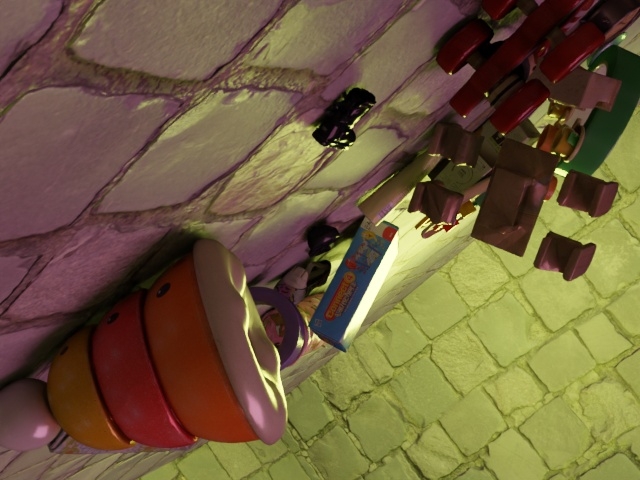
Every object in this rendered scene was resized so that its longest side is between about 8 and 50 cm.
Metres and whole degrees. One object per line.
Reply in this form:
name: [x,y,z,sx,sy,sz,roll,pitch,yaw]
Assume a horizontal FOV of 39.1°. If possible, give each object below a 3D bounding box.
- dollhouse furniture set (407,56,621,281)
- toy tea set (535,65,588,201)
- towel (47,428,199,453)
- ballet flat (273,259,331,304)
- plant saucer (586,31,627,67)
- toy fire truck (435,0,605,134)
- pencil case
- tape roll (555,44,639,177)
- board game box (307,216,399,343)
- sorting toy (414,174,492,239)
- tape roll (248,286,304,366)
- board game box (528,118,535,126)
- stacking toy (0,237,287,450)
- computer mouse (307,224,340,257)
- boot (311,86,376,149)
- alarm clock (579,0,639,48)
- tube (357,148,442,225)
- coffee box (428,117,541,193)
dollhouse furniture set: [0.439,-0.171,1.850,0.256,0.362,0.394,-12,122,-60]
toy tea set: [0.507,-0.255,2.013,0.200,0.124,0.336,119,-7,-64]
towel: [-0.334,0.322,1.818,0.375,0.090,0.320,11,137,-41]
ballet flat: [-0.041,0.090,2.122,0.221,0.077,0.079,-27,147,-57]
plant saucer: [0.686,-0.467,2.175,0.119,0.021,0.119,-36,167,-9]
toy fire truck: [0.343,-0.320,1.429,0.254,0.169,0.302,-34,170,-43]
pencil case: [-0.031,0.237,2.481,0.160,0.167,0.386,-4,-178,24]
tape roll: [0.635,-0.292,2.090,0.321,0.077,0.321,-156,-90,-88]
board game box: [0.089,0.113,2.218,0.308,0.086,0.302,-62,170,-8]
sorting toy: [0.350,-0.075,2.159,0.348,0.047,0.196,-26,164,-37]
tape roll: [-0.132,0.197,1.955,0.189,0.189,0.080,-37,169,0]
board game box: [0.494,-0.274,2.343,0.103,0.026,0.154,-43,166,25]
stacking toy: [-0.317,0.228,1.456,0.480,0.350,0.350,-20,167,0]
computer mouse: [0.000,0.000,1.974,0.071,0.041,0.242,-27,173,-7]
boot: [0.046,-0.187,1.374,0.099,0.045,0.121,-46,165,23]
alarm clock: [0.622,-0.472,1.874,0.192,0.064,0.129,-30,166,-22]
tube: [0.187,-0.132,1.957,0.240,0.062,0.070,-42,-151,3]
coffee box: [0.393,-0.202,2.155,0.246,0.098,0.141,-43,166,25]
